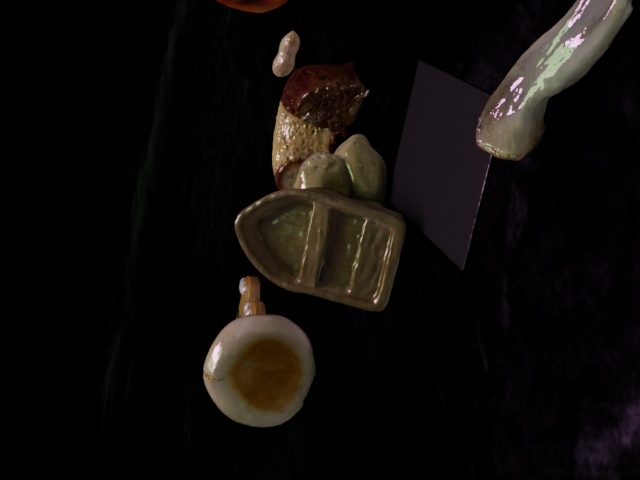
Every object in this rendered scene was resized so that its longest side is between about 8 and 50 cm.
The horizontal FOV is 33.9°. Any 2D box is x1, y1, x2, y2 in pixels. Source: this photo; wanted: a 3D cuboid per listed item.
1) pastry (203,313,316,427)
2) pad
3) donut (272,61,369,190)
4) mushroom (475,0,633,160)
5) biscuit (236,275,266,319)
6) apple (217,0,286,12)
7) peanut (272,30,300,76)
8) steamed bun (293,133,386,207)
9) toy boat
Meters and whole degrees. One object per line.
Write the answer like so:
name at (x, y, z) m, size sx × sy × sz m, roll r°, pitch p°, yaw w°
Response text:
pastry at (-0.082, 0.172, 1.411) m, size 0.092 × 0.156 × 0.156 m, roll -169°, pitch 87°, yaw -67°
pad at (0.124, -0.088, 1.090) m, size 0.245 × 0.006 × 0.170 m, roll -126°, pitch 45°, yaw -67°
donut at (-0.013, -0.161, 1.438) m, size 0.141 × 0.085 × 0.217 m, roll -101°, pitch 23°, yaw -46°
mushroom at (0.190, -0.139, 0.831) m, size 0.202 × 0.054 × 0.059 m, roll 123°, pitch 145°, yaw -45°
biscuit at (-0.139, 0.187, 1.798) m, size 0.158 × 0.035 × 0.240 m, roll -110°, pitch 32°, yaw -61°
apple at (-0.111, -0.463, 1.715) m, size 0.209 × 0.209 × 0.164 m, roll 158°, pitch 114°, yaw -71°
peanut at (-0.056, -0.308, 1.730) m, size 0.037 × 0.037 × 0.083 m, roll -105°, pitch 26°, yaw -52°
steamed bun at (0.009, -0.037, 1.273) m, size 0.177 × 0.106 × 0.192 m, roll -163°, pitch 81°, yaw -74°
toy boat at (0.000, 0.000, 1.163) m, size 0.061 × 0.188 × 0.116 m, roll -39°, pitch -37°, yaw -69°
